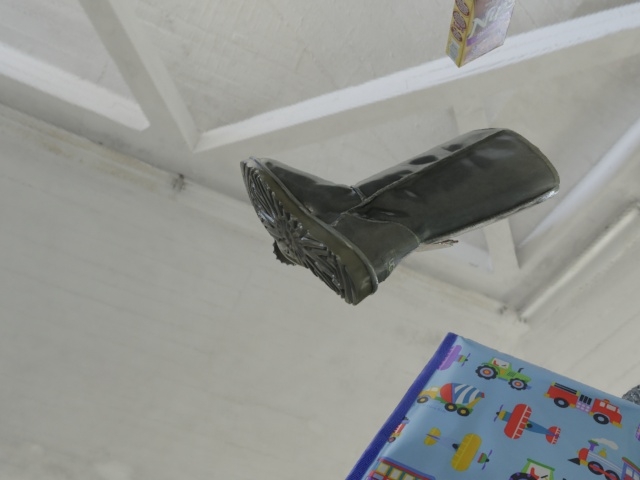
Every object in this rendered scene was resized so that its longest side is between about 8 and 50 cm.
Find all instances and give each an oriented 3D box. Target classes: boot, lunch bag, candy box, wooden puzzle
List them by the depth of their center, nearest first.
[{"bbox_3d":[0.062,-0.050,0.533,0.209,0.190,0.076,-34,-34,-19],"label":"boot"},{"bbox_3d":[0.150,0.224,0.543,0.221,0.293,0.138,19,-66,26],"label":"lunch bag"},{"bbox_3d":[0.137,0.007,0.805,0.083,0.006,0.049,-11,-11,31],"label":"wooden puzzle"},{"bbox_3d":[0.299,-0.417,1.175,0.109,0.053,0.186,-29,-24,-9],"label":"candy box"}]

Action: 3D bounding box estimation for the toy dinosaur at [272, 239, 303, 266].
[{"bbox_3d":[0.000,0.000,0.863,0.160,0.313,0.120,2,-91,1],"label":"toy dinosaur"}]

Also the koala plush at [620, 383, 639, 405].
[{"bbox_3d":[0.599,0.330,0.996,0.203,0.221,0.196,2,-40,-21],"label":"koala plush"}]
